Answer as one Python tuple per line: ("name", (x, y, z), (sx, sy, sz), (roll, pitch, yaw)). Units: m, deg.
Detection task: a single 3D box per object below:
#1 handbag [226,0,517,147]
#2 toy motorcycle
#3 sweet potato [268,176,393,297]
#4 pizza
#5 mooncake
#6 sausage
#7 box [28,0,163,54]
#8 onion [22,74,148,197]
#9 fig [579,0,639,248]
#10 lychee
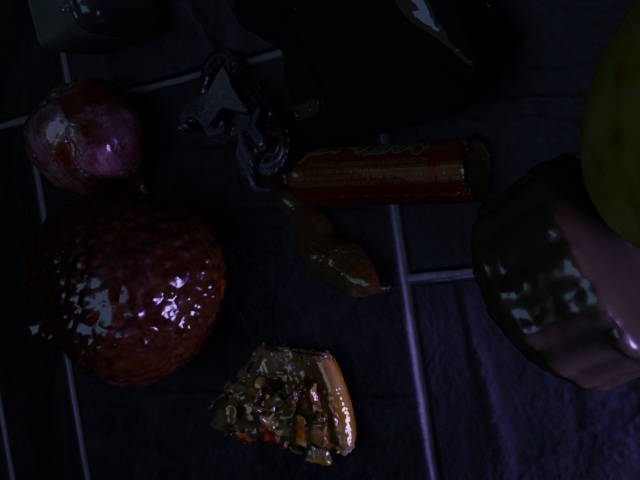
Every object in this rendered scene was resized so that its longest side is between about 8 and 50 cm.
("handbag", (0.022, -0.263, 0.926), (0.288, 0.152, 0.342), (-24, 99, 43))
("toy motorcycle", (-0.109, -0.142, 1.048), (0.122, 0.080, 0.215), (-51, 54, 24))
("sweet potato", (-0.001, 0.006, 1.033), (0.226, 0.068, 0.068), (45, 115, 27))
("pizza", (-0.058, 0.205, 1.085), (0.226, 0.069, 0.147), (5, 101, 29))
("mooncake", (0.244, 0.036, 0.808), (0.124, 0.228, 0.228), (-38, 78, 36))
("sausage", (0.060, -0.074, 0.977), (0.264, 0.083, 0.083), (0, 96, 30))
("box", (-0.306, -0.353, 1.111), (0.129, 0.148, 0.210), (-16, 87, 38))
("onion", (-0.299, -0.121, 1.145), (0.159, 0.159, 0.195), (-24, 114, 30))
("fig", (0.360, -0.135, 0.703), (0.258, 0.258, 0.326), (12, 89, 28))
("lychee", (-0.245, 0.061, 1.079), (0.260, 0.260, 0.260), (4, 98, 29))
